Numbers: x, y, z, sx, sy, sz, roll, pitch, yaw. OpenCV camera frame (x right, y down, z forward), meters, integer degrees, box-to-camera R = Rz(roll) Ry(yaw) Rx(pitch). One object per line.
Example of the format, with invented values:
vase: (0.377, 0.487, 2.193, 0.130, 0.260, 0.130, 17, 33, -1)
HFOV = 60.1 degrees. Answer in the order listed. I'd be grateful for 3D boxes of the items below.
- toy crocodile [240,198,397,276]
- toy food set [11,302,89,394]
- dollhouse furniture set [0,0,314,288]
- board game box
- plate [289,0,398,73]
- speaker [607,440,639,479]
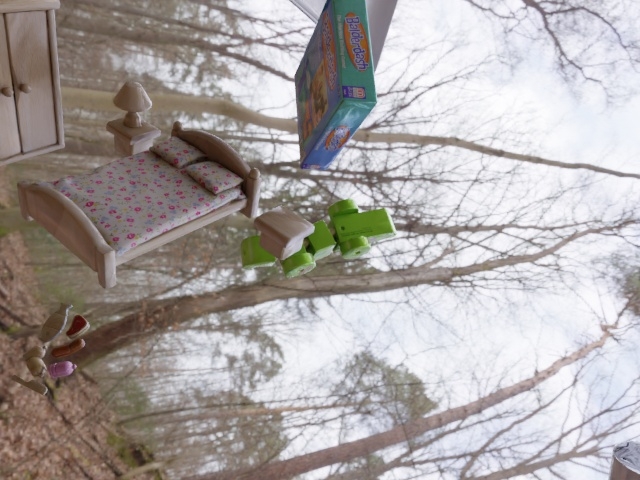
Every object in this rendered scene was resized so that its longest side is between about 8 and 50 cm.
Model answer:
toy crocodile: (0.000, 0.000, 1.156, 0.105, 0.340, 0.115, 118, -47, -64)
toy food set: (-0.365, 0.152, 0.771, 0.077, 0.122, 0.019, 20, -29, 14)
dollhouse furniture set: (-0.221, -0.088, 0.505, 0.355, 0.303, 0.174, 32, -51, 23)
board game box: (0.013, -0.210, 0.760, 0.210, 0.047, 0.160, 137, -49, -68)
plate: (0.030, -0.448, 0.879, 0.045, 0.278, 0.277, 5, -107, 45)
speaker: (0.231, 0.218, 0.397, 0.055, 0.055, 0.136, 19, -71, 55)
